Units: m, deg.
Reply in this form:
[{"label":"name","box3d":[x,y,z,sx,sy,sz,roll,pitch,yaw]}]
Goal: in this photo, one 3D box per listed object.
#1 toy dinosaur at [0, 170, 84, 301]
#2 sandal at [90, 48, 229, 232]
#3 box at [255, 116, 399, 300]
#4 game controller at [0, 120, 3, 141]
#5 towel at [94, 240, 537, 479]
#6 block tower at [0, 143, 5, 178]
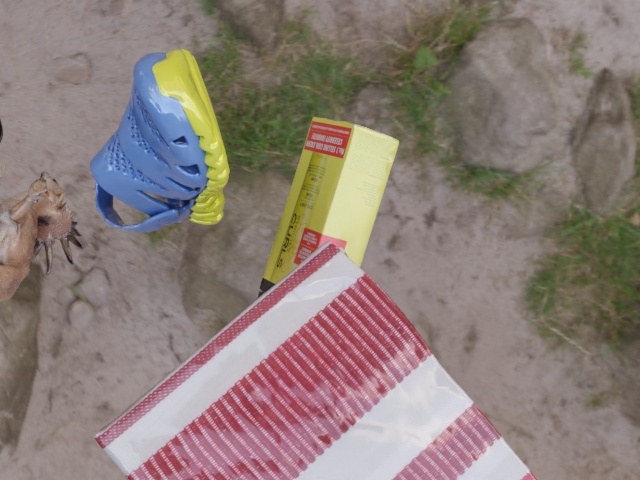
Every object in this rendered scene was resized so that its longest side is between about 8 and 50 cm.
[{"label":"toy dinosaur","box3d":[-0.454,0.017,1.344,0.296,0.127,0.200,-57,157,-19]},{"label":"sandal","box3d":[-0.171,-0.082,0.954,0.138,0.317,0.126,-14,70,-12]},{"label":"box","box3d":[0.000,0.000,0.910,0.058,0.087,0.232,16,94,-33]},{"label":"game controller","box3d":[-0.611,-0.095,1.364,0.319,0.166,0.067,-49,151,-6]},{"label":"towel","box3d":[0.027,0.195,0.690,0.237,0.037,0.329,-40,92,-16]},{"label":"block tower","box3d":[-0.702,-0.138,1.582,0.091,0.335,0.097,55,31,-57]}]
